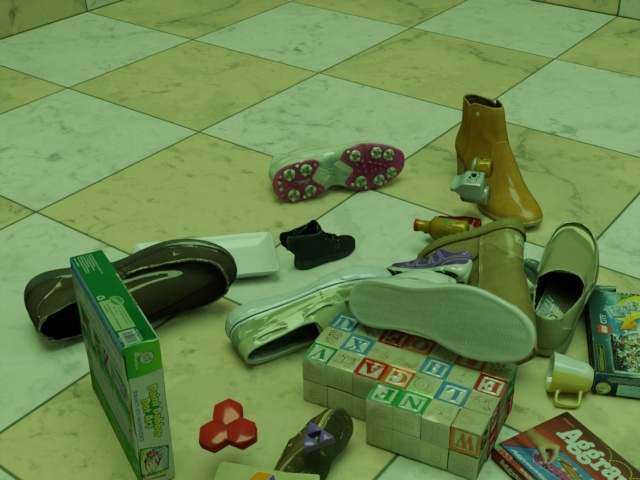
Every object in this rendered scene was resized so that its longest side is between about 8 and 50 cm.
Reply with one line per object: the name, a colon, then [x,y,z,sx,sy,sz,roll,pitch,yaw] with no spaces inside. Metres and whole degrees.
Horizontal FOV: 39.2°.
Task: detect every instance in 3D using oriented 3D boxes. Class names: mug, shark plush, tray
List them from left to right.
tray: [-0.217,0.041,1.704,0.270,0.030,0.145,-5,31,-8]
shark plush: [0.438,0.077,1.598,0.161,0.067,0.073,18,36,28]
mug: [0.386,0.217,1.394,0.064,0.078,0.062,11,1,5]

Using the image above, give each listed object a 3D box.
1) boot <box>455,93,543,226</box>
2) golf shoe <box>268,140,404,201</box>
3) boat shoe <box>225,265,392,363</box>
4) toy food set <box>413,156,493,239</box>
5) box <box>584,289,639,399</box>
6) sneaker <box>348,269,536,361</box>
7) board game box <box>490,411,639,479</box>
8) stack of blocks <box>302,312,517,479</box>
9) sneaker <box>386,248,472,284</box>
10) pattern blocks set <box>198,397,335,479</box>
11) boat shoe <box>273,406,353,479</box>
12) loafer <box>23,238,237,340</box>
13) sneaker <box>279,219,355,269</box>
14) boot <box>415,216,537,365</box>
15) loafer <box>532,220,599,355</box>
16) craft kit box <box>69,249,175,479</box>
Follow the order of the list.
boot: [0.368,-0.175,1.875,0.104,0.211,0.295,-14,34,-19]
golf shoe: [0.031,-0.173,1.977,0.306,0.115,0.140,-9,29,-15]
boat shoe: [-0.006,0.131,1.507,0.302,0.109,0.094,-18,52,-13]
toy food set: [0.268,-0.072,1.794,0.104,0.111,0.232,9,50,21]
box: [0.520,0.169,1.469,0.159,0.044,0.233,5,32,10]
sneaker: [0.211,0.101,1.386,0.292,0.108,0.169,14,14,30]
board game box: [0.375,0.343,1.203,0.145,0.027,0.281,-16,35,-26]
stack of blocks: [0.123,0.224,1.343,0.297,0.087,0.171,15,34,24]
sneaker: [0.190,0.050,1.536,0.170,0.068,0.071,-5,43,42]
pattern blocks set: [-0.082,0.360,1.123,0.285,0.026,0.325,13,48,19]
boat shoe: [-0.022,0.304,1.252,0.060,0.064,0.178,-17,22,47]
loafer: [-0.317,0.104,1.527,0.365,0.134,0.130,-14,37,-4]
sneaker: [-0.001,-0.001,1.712,0.170,0.089,0.051,-22,37,-30]
boot: [0.251,0.104,1.517,0.236,0.089,0.270,-30,36,36]
loafer: [0.414,0.067,1.516,0.101,0.092,0.269,13,57,15]
craft kit box: [-0.282,0.178,1.276,0.061,0.247,0.250,-13,34,-25]
